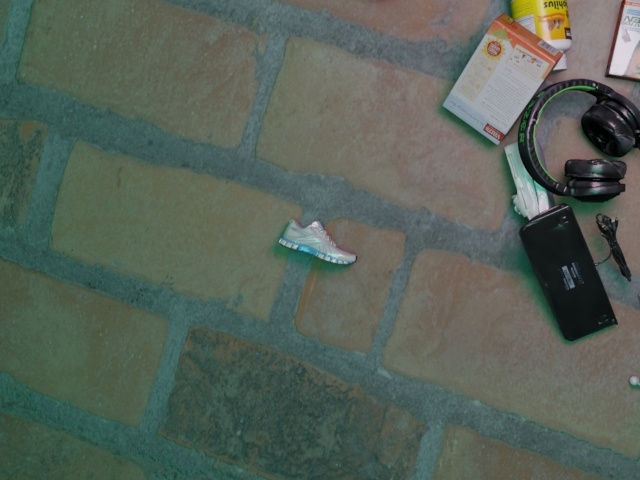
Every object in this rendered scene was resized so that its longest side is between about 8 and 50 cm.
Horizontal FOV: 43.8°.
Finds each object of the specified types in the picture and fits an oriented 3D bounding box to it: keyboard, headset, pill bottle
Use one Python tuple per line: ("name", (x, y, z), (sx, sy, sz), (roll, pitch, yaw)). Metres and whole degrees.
("keyboard", (0.572, 0.059, 1.726), (0.201, 0.033, 0.317), (-24, 110, 11))
("headset", (0.611, -0.186, 1.663), (0.394, 0.185, 0.244), (22, 90, -13))
("pill bottle", (0.475, -0.468, 1.715), (0.117, 0.117, 0.215), (-8, 93, 11))

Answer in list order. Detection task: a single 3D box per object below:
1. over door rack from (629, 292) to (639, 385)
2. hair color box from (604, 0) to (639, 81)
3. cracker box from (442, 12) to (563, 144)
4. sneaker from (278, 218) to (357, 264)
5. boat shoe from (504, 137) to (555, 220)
("over door rack", (0.722, 0.268, 1.658), (0.108, 0.239, 0.325), (-8, 93, 6))
("hair color box", (0.681, -0.430, 1.711), (0.093, 0.053, 0.167), (11, 97, 9))
("cracker box", (0.386, -0.343, 1.707), (0.155, 0.067, 0.232), (38, 132, 9))
("sneaker", (0.000, 0.000, 1.862), (0.190, 0.071, 0.083), (19, 91, 9))
("boat shoe", (0.467, -0.095, 1.764), (0.084, 0.095, 0.258), (-11, 89, 27))
